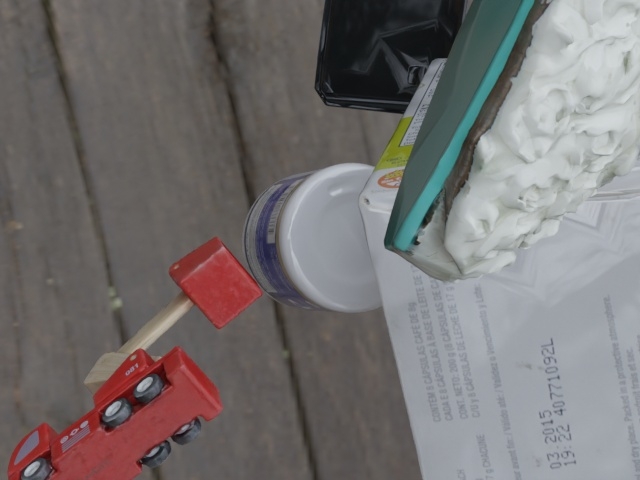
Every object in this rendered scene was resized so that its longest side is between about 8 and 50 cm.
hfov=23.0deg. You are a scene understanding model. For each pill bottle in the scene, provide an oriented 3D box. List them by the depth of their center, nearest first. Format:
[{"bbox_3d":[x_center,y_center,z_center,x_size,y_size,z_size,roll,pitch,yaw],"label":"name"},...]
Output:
[{"bbox_3d":[0.000,0.000,1.235,0.112,0.186,0.112,0,89,-16],"label":"pill bottle"}]

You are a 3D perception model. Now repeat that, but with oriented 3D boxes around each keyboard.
[{"bbox_3d":[0.111,-0.257,1.320,0.033,0.201,0.317,40,57,-74],"label":"keyboard"}]

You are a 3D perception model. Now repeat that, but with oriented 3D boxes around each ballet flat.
[{"bbox_3d":[0.150,-0.152,0.609,0.147,0.147,0.409,6,110,-44],"label":"ballet flat"}]

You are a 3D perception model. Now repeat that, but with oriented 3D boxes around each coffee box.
[{"bbox_3d":[0.248,0.046,1.111,0.334,0.338,0.338,-62,142,-66],"label":"coffee box"}]

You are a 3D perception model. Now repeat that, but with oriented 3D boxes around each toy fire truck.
[{"bbox_3d":[-0.118,0.091,1.007,0.192,0.135,0.047,-37,115,4],"label":"toy fire truck"}]
